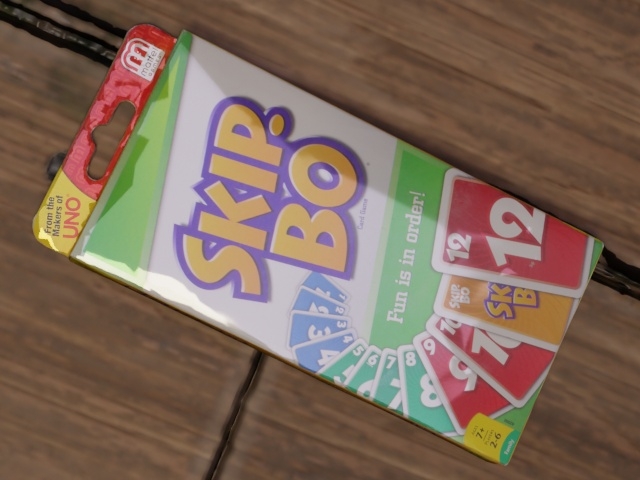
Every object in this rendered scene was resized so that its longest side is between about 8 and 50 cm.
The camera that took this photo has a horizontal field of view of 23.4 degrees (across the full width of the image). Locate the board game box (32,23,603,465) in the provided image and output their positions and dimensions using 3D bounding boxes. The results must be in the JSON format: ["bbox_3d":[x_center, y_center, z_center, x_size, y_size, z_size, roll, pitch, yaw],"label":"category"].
[{"bbox_3d":[0.000,0.000,0.758,0.259,0.039,0.124,26,82,-5],"label":"board game box"}]
